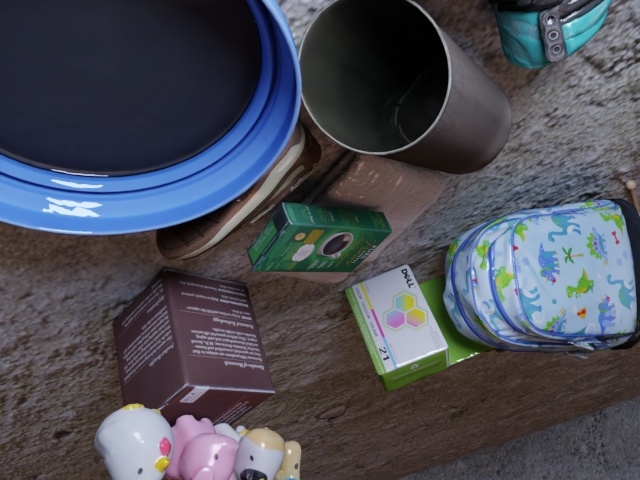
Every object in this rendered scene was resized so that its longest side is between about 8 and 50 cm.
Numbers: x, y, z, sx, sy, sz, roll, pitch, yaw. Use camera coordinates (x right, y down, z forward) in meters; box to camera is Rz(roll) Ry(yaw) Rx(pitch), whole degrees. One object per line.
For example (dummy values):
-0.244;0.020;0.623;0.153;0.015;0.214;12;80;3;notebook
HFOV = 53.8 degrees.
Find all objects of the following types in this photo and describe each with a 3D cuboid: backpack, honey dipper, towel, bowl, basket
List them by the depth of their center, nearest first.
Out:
-0.215;-0.148;0.603;0.391;0.077;0.391;-9;146;-6;bowl
0.114;-0.159;0.716;0.227;0.204;0.154;9;121;-52;basket
0.039;-0.026;0.971;0.187;0.049;0.282;12;135;-40;towel
0.388;0.064;1.090;0.355;0.290;0.273;-1;176;-5;backpack
0.614;-0.075;1.227;0.030;0.030;0.160;-30;143;15;honey dipper

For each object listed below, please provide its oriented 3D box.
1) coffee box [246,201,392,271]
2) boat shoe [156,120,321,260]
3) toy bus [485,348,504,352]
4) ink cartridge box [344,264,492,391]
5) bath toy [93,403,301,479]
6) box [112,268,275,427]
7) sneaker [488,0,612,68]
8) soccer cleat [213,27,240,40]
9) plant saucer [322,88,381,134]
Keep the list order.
0.000;0.000;0.894;0.184;0.040;0.113;2;142;-37;coffee box
-0.101;-0.052;0.821;0.257;0.095;0.095;-36;150;22;boat shoe
0.434;0.137;1.354;0.220;0.149;0.211;-33;161;22;toy bus
0.198;0.136;1.163;0.255;0.189;0.097;-22;145;1;ink cartridge box
-0.165;0.323;0.920;0.151;0.129;0.348;-33;145;20;bath toy
-0.205;0.182;0.999;0.167;0.203;0.168;17;132;-44;box
0.193;-0.261;0.656;0.295;0.124;0.178;-16;137;-9;sneaker
-0.117;-0.212;0.640;0.083;0.029;0.035;-2;152;-21;soccer cleat
0.036;-0.163;0.800;0.083;0.015;0.083;-14;146;-10;plant saucer
